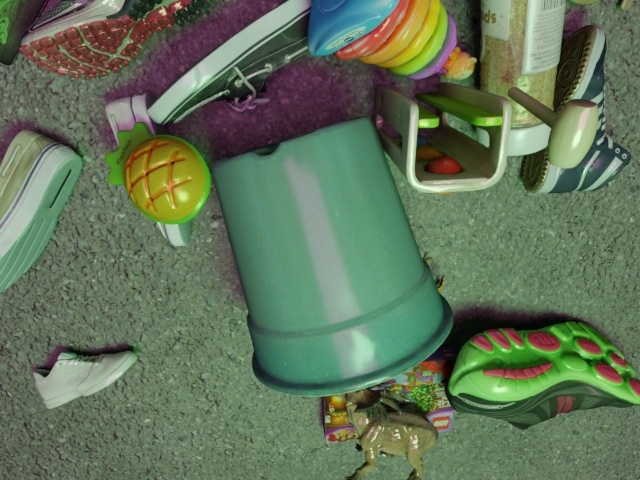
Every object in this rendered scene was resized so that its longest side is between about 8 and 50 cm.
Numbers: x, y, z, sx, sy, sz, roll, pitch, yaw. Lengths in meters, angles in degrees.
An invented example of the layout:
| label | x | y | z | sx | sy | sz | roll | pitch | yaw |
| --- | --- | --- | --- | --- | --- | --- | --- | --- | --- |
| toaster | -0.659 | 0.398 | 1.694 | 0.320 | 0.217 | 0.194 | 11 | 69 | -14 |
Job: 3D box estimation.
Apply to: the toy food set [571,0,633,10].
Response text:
| label | x | y | z | sx | sy | sz | roll | pitch | yaw |
| --- | --- | --- | --- | --- | --- | --- | --- | --- | --- |
| toy food set | 0.444 | -0.457 | 0.705 | 0.192 | 0.038 | 0.132 | 9 | 117 | -15 |

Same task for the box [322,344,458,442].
| label | x | y | z | sx | sy | sz | roll | pitch | yaw |
| --- | --- | --- | --- | --- | --- | --- | --- | --- | --- |
| box | 0.150 | 0.341 | 0.964 | 0.293 | 0.057 | 0.201 | -4 | 112 | -5 |

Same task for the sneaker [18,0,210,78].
| label | x | y | z | sx | sy | sz | roll | pitch | yaw |
| --- | --- | --- | --- | --- | --- | --- | --- | --- | --- |
| sneaker | -0.300 | -0.342 | 0.636 | 0.299 | 0.121 | 0.112 | -26 | 82 | 5 |

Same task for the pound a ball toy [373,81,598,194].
| label | x | y | z | sx | sy | sz | roll | pitch | yaw |
| --- | --- | --- | --- | --- | --- | --- | --- | --- | --- |
| pound a ball toy | 0.203 | -0.149 | 0.634 | 0.208 | 0.319 | 0.136 | -3 | 115 | -2 |

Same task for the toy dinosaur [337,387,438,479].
| label | x | y | z | sx | sy | sz | roll | pitch | yaw |
| --- | --- | --- | --- | --- | --- | --- | --- | --- | --- |
| toy dinosaur | 0.155 | 0.382 | 0.888 | 0.295 | 0.127 | 0.200 | 17 | 102 | -18 |

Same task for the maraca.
| label | x | y | z | sx | sy | sz | roll | pitch | yaw |
| --- | --- | --- | --- | --- | --- | --- | --- | --- | --- |
| maraca | -0.243 | -0.100 | 0.645 | 0.185 | 0.099 | 0.127 | 32 | 93 | 14 |

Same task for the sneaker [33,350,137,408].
| label | x | y | z | sx | sy | sz | roll | pitch | yaw |
| --- | --- | --- | --- | --- | --- | --- | --- | --- | --- |
| sneaker | -0.473 | 0.254 | 0.860 | 0.212 | 0.080 | 0.094 | -24 | 100 | 5 |

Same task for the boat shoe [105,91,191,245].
| label | x | y | z | sx | sy | sz | roll | pitch | yaw |
| --- | --- | --- | --- | --- | --- | --- | --- | --- | --- |
| boat shoe | -0.287 | -0.111 | 0.734 | 0.084 | 0.095 | 0.258 | -11 | 101 | 3 |

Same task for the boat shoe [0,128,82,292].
| label | x | y | z | sx | sy | sz | roll | pitch | yaw |
| --- | --- | --- | --- | --- | --- | --- | --- | --- | --- |
| boat shoe | -0.514 | -0.043 | 0.734 | 0.094 | 0.109 | 0.302 | 34 | 95 | -1 |

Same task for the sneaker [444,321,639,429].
| label | x | y | z | sx | sy | sz | roll | pitch | yaw |
| --- | --- | --- | --- | --- | --- | --- | --- | --- | --- |
| sneaker | 0.476 | 0.292 | 0.932 | 0.482 | 0.185 | 0.202 | 8 | 135 | -16 |

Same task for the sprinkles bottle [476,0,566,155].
| label | x | y | z | sx | sy | sz | roll | pitch | yaw |
| --- | --- | --- | --- | --- | --- | --- | --- | --- | --- |
| sprinkles bottle | 0.303 | -0.313 | 0.659 | 0.121 | 0.121 | 0.355 | -13 | 124 | -1 |

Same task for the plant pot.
| label | x | y | z | sx | sy | sz | roll | pitch | yaw |
| --- | --- | --- | --- | --- | --- | --- | --- | --- | --- |
| plant pot | 0.000 | 0.000 | 0.691 | 0.341 | 0.341 | 0.334 | -18 | 104 | 1 |

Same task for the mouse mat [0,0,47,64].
| label | x | y | z | sx | sy | sz | roll | pitch | yaw |
| --- | --- | --- | --- | --- | --- | --- | --- | --- | --- |
| mouse mat | -0.491 | -0.384 | 0.645 | 0.152 | 0.007 | 0.190 | 35 | 104 | -17 |

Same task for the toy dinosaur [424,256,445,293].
| label | x | y | z | sx | sy | sz | roll | pitch | yaw |
| --- | --- | --- | --- | --- | --- | --- | --- | --- | --- |
| toy dinosaur | 0.191 | 0.096 | 0.883 | 0.112 | 0.064 | 0.212 | 5 | 102 | 11 |

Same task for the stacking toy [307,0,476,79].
| label | x | y | z | sx | sy | sz | roll | pitch | yaw |
| --- | --- | --- | --- | --- | --- | --- | --- | --- | --- |
| stacking toy | 0.138 | -0.312 | 0.657 | 0.301 | 0.175 | 0.166 | 14 | 78 | -39 |

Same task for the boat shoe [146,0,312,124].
| label | x | y | z | sx | sy | sz | roll | pitch | yaw |
| --- | --- | --- | --- | --- | --- | --- | --- | --- | --- |
| boat shoe | -0.122 | -0.258 | 0.679 | 0.306 | 0.113 | 0.105 | -39 | 117 | -7 |

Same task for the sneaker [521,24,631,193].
| label | x | y | z | sx | sy | sz | roll | pitch | yaw |
| --- | --- | --- | --- | --- | --- | --- | --- | --- | --- |
| sneaker | 0.471 | -0.215 | 0.762 | 0.153 | 0.099 | 0.282 | 4 | 115 | -5 |
